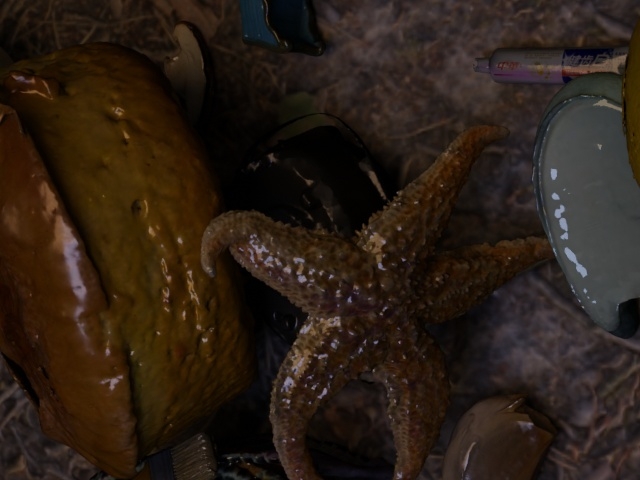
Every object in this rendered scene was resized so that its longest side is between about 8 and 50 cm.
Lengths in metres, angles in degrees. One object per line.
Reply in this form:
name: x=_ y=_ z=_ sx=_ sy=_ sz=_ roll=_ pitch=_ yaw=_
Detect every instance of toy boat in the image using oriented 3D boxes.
toy boat: x=0.238 y=-0.031 z=1.438 sx=0.134 sy=0.079 sz=0.207 roll=-19 pitch=97 yaw=35
toy boat: x=-0.020 y=-0.245 z=1.564 sx=0.077 sy=0.075 sz=0.185 roll=0 pitch=89 yaw=33

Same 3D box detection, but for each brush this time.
brush: x=-0.155 y=0.206 z=1.551 sx=0.170 sy=0.014 sz=0.043 roll=-26 pitch=57 yaw=24

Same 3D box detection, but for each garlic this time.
garlic: x=0.135 y=0.191 z=1.510 sx=0.084 sy=0.066 sz=0.152 roll=23 pitch=103 yaw=25

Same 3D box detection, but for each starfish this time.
starfish: x=0.062 y=0.051 z=1.440 sx=0.302 sy=0.060 sz=0.299 roll=-41 pitch=113 yaw=-6

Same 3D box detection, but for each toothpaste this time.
toothpaste: x=0.199 y=-0.136 z=1.471 sx=0.170 sy=0.028 sz=0.045 roll=4 pitch=95 yaw=28

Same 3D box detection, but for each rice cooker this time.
rice cooker: x=0.000 y=-0.001 z=1.545 sx=0.142 sy=0.118 sz=0.203 roll=-28 pitch=82 yaw=30

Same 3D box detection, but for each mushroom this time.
mushroom: x=-0.116 y=-0.145 z=1.661 sx=0.049 sy=0.019 sz=0.101 roll=-4 pitch=89 yaw=30

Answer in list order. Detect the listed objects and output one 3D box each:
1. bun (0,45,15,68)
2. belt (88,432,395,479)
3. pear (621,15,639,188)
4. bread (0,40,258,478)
bun: x=-0.369 y=-0.082 z=1.745 sx=0.287 sy=0.146 sz=0.287 roll=7 pitch=110 yaw=19
belt: x=-0.089 y=0.273 z=1.593 sx=0.295 sy=0.160 sz=0.206 roll=-9 pitch=89 yaw=31
pear: x=0.356 y=-0.119 z=1.233 sx=0.285 sy=0.285 sz=0.336 roll=44 pitch=119 yaw=20
bread: x=-0.187 y=0.000 z=1.530 sx=0.337 sy=0.204 sz=0.358 roll=26 pitch=137 yaw=59
